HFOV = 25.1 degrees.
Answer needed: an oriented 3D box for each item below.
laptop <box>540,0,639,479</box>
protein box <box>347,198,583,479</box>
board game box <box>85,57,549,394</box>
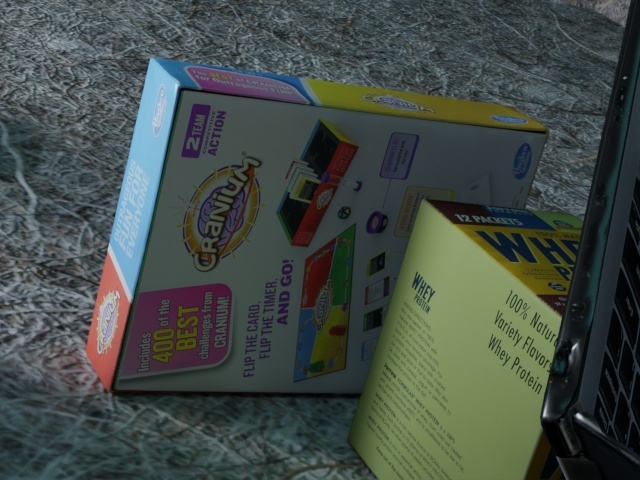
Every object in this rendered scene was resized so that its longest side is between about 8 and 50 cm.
[{"bbox_3d":[0.267,0.143,0.659,0.236,0.382,0.408,-2,50,26],"label":"laptop"},{"bbox_3d":[0.143,0.105,0.988,0.136,0.201,0.200,4,23,-29],"label":"protein box"},{"bbox_3d":[0.000,0.000,1.100,0.316,0.242,0.064,5,22,-29],"label":"board game box"}]
